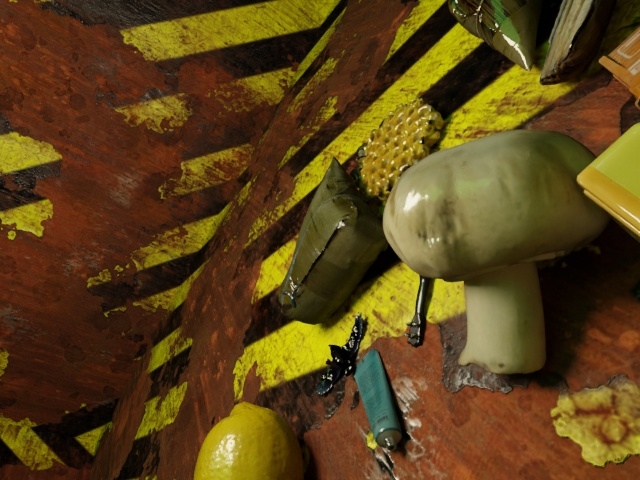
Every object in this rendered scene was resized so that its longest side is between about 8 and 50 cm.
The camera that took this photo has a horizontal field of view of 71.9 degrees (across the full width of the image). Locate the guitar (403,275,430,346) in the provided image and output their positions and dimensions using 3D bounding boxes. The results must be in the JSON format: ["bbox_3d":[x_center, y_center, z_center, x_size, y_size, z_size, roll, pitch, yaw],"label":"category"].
[{"bbox_3d":[0.206,0.078,0.888,0.083,0.038,0.271,-16,51,58],"label":"guitar"}]

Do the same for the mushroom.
[{"bbox_3d":[0.258,0.015,0.658,0.314,0.314,0.337,-5,91,60],"label":"mushroom"}]

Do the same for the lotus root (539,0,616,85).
[{"bbox_3d":[0.489,-0.428,0.779,0.167,0.078,0.330,34,-102,-88],"label":"lotus root"}]

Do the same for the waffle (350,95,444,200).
[{"bbox_3d":[0.195,-0.239,1.182,0.329,0.062,0.329,-44,32,37],"label":"waffle"}]

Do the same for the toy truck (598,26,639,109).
[{"bbox_3d":[0.537,-0.285,0.481,0.387,0.173,0.207,-47,21,33],"label":"toy truck"}]

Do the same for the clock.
[{"bbox_3d":[0.386,-0.022,0.467,0.096,0.202,0.143,-48,30,25],"label":"clock"}]

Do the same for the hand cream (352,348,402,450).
[{"bbox_3d":[0.108,0.308,0.857,0.083,0.048,0.224,-53,21,18],"label":"hand cream"}]

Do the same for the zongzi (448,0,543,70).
[{"bbox_3d":[0.457,-0.526,0.932,0.274,0.145,0.300,-45,48,22],"label":"zongzi"}]

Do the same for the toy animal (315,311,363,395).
[{"bbox_3d":[0.044,0.264,1.000,0.220,0.062,0.108,-61,1,2],"label":"toy animal"}]

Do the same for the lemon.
[{"bbox_3d":[-0.148,0.493,0.922,0.236,0.235,0.264,-2,84,61],"label":"lemon"}]

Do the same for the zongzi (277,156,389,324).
[{"bbox_3d":[0.000,0.000,1.175,0.356,0.174,0.393,-56,30,24],"label":"zongzi"}]
